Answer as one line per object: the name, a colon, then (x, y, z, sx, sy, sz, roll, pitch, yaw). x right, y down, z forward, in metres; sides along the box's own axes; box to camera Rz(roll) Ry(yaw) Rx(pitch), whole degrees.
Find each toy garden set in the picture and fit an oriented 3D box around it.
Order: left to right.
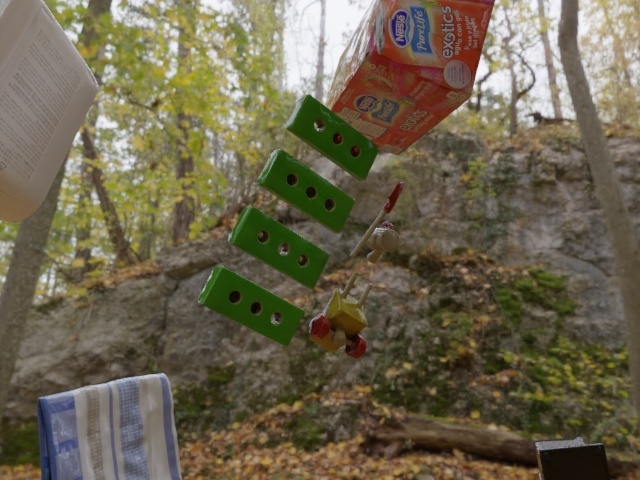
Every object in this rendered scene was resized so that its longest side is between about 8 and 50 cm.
toy garden set: (0.000, 0.000, 0.678, 0.203, 0.244, 0.049, 32, -13, -28)

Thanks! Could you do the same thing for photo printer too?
photo printer: (-0.475, -0.196, 0.903, 0.107, 0.308, 0.256, 8, -25, 14)

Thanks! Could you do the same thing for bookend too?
bookend: (0.315, 0.311, 0.758, 0.072, 0.156, 0.157, -11, -3, 13)

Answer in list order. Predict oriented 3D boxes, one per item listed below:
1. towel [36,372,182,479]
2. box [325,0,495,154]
towel: (-0.313, 0.323, 0.940, 0.034, 0.209, 0.285, -13, -10, 20)
box: (0.095, -0.211, 0.764, 0.128, 0.123, 0.257, 17, -10, -9)
